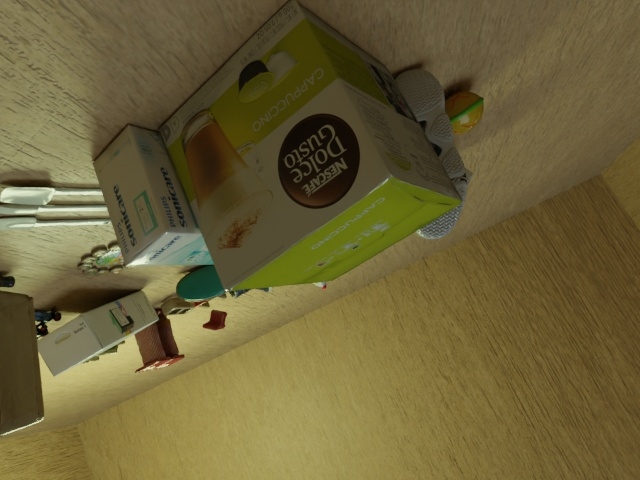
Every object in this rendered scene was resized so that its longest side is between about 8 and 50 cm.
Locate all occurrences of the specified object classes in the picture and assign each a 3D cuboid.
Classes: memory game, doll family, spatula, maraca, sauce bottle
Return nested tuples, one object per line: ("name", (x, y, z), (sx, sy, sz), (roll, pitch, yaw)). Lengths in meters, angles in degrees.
("memory game", (-0.531, 0.049, 1.253), (0.186, 0.012, 0.186), (-23, 163, -7))
("doll family", (-0.825, 0.259, 1.376), (0.193, 0.076, 0.111), (-31, 158, 11))
("spatula", (-0.502, -0.062, 0.943), (0.242, 0.019, 0.168), (-5, 153, -49))
("maraca", (0.352, -0.324, 1.233), (0.127, 0.099, 0.186), (-30, -172, 6))
("sauce bottle", (-0.728, 0.089, 1.038), (0.042, 0.042, 0.128), (-31, 161, 18))

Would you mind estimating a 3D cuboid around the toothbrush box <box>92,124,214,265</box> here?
("toothbrush box", (-0.248, -0.072, 0.929), (0.126, 0.216, 0.295), (-34, 160, 28))

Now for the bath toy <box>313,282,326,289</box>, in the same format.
("bath toy", (0.073, 0.101, 2.076), (0.348, 0.129, 0.151), (-35, 161, 33))

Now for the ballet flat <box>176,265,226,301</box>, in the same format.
("ballet flat", (-0.312, 0.106, 1.619), (0.342, 0.116, 0.124), (-28, -177, -3))

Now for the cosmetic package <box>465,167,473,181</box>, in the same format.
("cosmetic package", (0.372, -0.167, 1.556), (0.151, 0.151, 0.184), (-51, 166, -8))

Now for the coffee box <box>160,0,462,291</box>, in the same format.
("coffee box", (-0.008, -0.133, 0.874), (0.337, 0.334, 0.338), (-34, 162, 27))

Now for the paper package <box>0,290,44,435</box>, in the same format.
("paper package", (-0.807, 0.301, 1.064), (0.324, 0.309, 0.168), (-18, 165, 13))

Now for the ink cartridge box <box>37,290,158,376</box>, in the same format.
("ink cartridge box", (-0.659, 0.271, 1.444), (0.201, 0.117, 0.278), (-30, 180, 16))

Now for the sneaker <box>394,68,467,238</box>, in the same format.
("sneaker", (0.220, -0.171, 1.080), (0.137, 0.366, 0.210), (-7, 170, -1))

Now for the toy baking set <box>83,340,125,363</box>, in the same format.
("toy baking set", (-0.782, 0.370, 1.618), (0.256, 0.030, 0.197), (-4, -175, 8))

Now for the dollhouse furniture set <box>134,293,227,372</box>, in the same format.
("dollhouse furniture set", (-0.511, 0.308, 1.745), (0.374, 0.201, 0.152), (-30, 163, 18))

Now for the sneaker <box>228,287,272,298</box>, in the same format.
("sneaker", (-0.271, 0.167, 1.831), (0.163, 0.086, 0.226), (-32, 156, -14))
